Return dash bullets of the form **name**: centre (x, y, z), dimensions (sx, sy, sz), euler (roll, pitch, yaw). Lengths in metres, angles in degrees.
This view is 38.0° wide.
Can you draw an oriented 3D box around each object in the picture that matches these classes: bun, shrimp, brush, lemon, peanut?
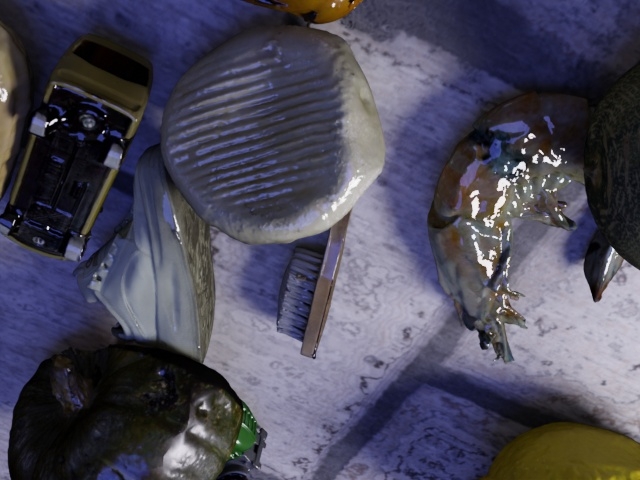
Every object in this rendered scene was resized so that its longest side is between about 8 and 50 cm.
- **bun**: centre (-0.041, -0.099, 0.930), dimensions (0.230, 0.133, 0.231), euler (-1, 87, 17)
- **shrimp**: centre (0.239, 0.001, 1.034), dimensions (0.246, 0.085, 0.361), euler (-1, 124, -1)
- **brush**: centre (0.000, 0.000, 1.065), dimensions (0.065, 0.070, 0.328), euler (18, 126, 5)
- **lemon**: centre (0.346, 0.368, 1.182), dimensions (0.321, 0.268, 0.268), euler (12, 128, -8)
- **peanut**: centre (-0.405, -0.101, 0.970), dimensions (0.174, 0.158, 0.340), euler (19, 127, -13)

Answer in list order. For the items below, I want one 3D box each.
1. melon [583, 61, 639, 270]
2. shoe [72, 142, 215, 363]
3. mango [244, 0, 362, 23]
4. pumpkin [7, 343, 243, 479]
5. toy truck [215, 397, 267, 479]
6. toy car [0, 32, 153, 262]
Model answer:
- **melon**: centre (0.407, -0.070, 0.852), dimensions (0.329, 0.249, 0.249), euler (-3, 127, 5)
- **shoe**: centre (-0.210, 0.019, 1.065), dimensions (0.159, 0.124, 0.316), euler (3, 130, 7)
- **mango**: centre (-0.067, -0.277, 0.810), dimensions (0.248, 0.151, 0.156), euler (18, 168, 2)
- **pumpkin**: centre (-0.269, 0.254, 1.132), dimensions (0.324, 0.232, 0.242), euler (-15, 131, 40)
- **toy truck**: centre (-0.185, 0.306, 1.295), dimensions (0.242, 0.101, 0.125), euler (-31, 114, 23)
- **toy car**: centre (-0.260, -0.091, 0.986), dimensions (0.101, 0.124, 0.257), euler (24, 135, -13)
